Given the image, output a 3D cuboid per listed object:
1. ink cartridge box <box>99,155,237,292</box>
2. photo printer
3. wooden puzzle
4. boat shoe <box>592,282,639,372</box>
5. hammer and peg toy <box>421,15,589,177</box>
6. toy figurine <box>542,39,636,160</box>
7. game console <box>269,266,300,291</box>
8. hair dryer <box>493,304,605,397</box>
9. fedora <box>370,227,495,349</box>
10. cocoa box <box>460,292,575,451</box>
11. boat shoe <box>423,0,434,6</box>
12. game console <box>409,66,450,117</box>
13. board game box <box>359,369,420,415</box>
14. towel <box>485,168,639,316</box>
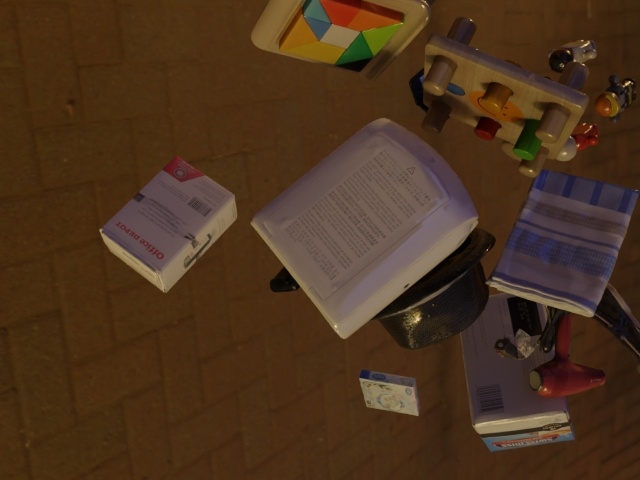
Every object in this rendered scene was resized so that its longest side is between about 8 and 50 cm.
[{"bbox_3d":[-0.290,-0.032,1.487,0.218,0.158,0.092,-48,161,-24],"label":"ink cartridge box"},{"bbox_3d":[0.077,-0.033,1.232,0.307,0.256,0.107,-40,160,-2],"label":"photo printer"},{"bbox_3d":[0.028,-0.347,1.260,0.238,0.221,0.044,14,66,-20],"label":"wooden puzzle"},{"bbox_3d":[0.748,0.256,1.824,0.112,0.095,0.335,33,24,-56],"label":"boat shoe"},{"bbox_3d":[0.284,-0.214,1.286,0.127,0.266,0.361,-63,170,-7],"label":"hammer and peg toy"},{"bbox_3d":[0.527,-0.299,1.616,0.148,0.209,0.213,-30,77,-38],"label":"toy figurine"},{"bbox_3d":[0.000,0.000,1.803,0.044,0.213,0.361,52,54,-15],"label":"game console"},{"bbox_3d":[0.556,0.255,1.755,0.223,0.080,0.293,-47,113,-2],"label":"hair dryer"},{"bbox_3d":[0.231,0.114,1.572,0.334,0.334,0.153,-42,106,-44],"label":"fedora"},{"bbox_3d":[0.502,0.336,1.985,0.228,0.231,0.347,56,26,-52],"label":"cocoa box"},{"bbox_3d":[0.095,-0.421,1.365,0.079,0.227,0.081,86,-22,-71],"label":"boat shoe"},{"bbox_3d":[0.272,-0.342,1.711,0.122,0.071,0.107,-42,136,-13],"label":"game console"},{"bbox_3d":[0.114,0.248,1.248,0.090,0.090,0.020,75,29,-46],"label":"board game box"},{"bbox_3d":[0.464,-0.004,1.467,0.285,0.209,0.034,-62,151,-19],"label":"towel"}]
